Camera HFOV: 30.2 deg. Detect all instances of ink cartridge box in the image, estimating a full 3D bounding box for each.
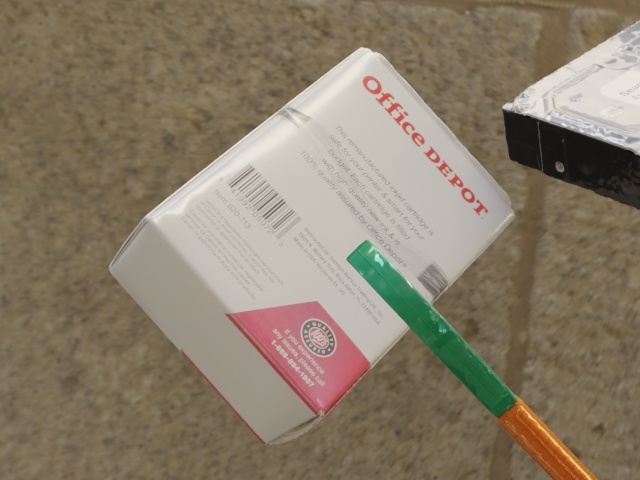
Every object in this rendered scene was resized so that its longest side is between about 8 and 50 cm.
[{"bbox_3d":[0.000,0.000,1.003,0.207,0.283,0.117,48,146,0],"label":"ink cartridge box"}]

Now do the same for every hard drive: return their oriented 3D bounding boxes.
[{"bbox_3d":[0.347,-0.094,0.952,0.339,0.237,0.064,28,141,47],"label":"hard drive"}]

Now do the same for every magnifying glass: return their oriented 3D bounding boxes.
[{"bbox_3d":[0.102,0.087,0.755,0.026,0.092,0.231,-42,99,0],"label":"magnifying glass"}]
